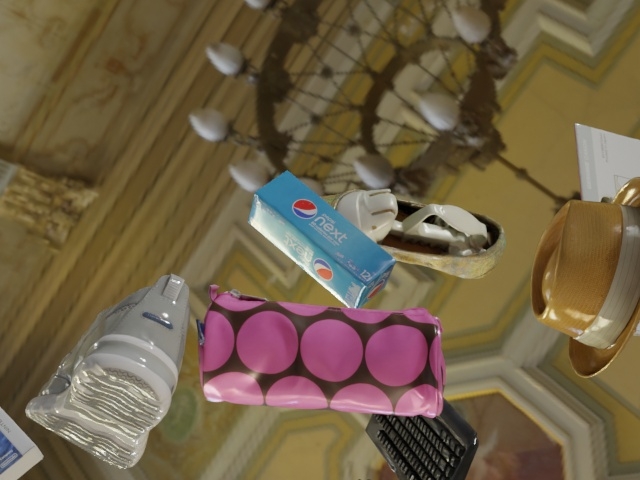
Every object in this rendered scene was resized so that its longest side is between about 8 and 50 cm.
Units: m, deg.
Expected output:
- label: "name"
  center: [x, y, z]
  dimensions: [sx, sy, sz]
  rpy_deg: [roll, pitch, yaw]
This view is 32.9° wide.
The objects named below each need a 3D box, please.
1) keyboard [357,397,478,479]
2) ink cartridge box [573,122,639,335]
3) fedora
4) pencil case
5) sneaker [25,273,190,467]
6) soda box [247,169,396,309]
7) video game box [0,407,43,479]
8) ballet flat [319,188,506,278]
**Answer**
- label: "keyboard"
  center: [0.105, 0.280, 1.358]
  dimensions: [0.317, 0.033, 0.201]
  rpy_deg: [-141, -109, -76]
- label: "ink cartridge box"
  center: [0.408, 0.006, 1.348]
  dimensions: [0.060, 0.239, 0.275]
  rpy_deg: [140, -45, -58]
- label: "fedora"
  center: [0.246, 0.027, 1.004]
  dimensions: [0.194, 0.079, 0.194]
  rpy_deg: [-164, -90, -85]
- label: "pencil case"
  center: [0.001, 0.093, 0.908]
  dimensions: [0.210, 0.095, 0.098]
  rpy_deg: [5, -101, 0]
- label: "sneaker"
  center: [-0.167, 0.116, 0.929]
  dimensions: [0.281, 0.105, 0.115]
  rpy_deg: [-35, -155, 56]
- label: "soda box"
  center: [0.000, 0.000, 1.505]
  dimensions: [0.210, 0.071, 0.067]
  rpy_deg: [40, -37, 17]
- label: "video game box"
  center: [-0.547, 0.319, 1.596]
  dimensions: [0.205, 0.048, 0.187]
  rpy_deg: [-40, -123, -23]
- label: "ballet flat"
  center: [0.124, -0.023, 1.662]
  dimensions: [0.123, 0.349, 0.123]
  rpy_deg: [-168, -90, -75]
